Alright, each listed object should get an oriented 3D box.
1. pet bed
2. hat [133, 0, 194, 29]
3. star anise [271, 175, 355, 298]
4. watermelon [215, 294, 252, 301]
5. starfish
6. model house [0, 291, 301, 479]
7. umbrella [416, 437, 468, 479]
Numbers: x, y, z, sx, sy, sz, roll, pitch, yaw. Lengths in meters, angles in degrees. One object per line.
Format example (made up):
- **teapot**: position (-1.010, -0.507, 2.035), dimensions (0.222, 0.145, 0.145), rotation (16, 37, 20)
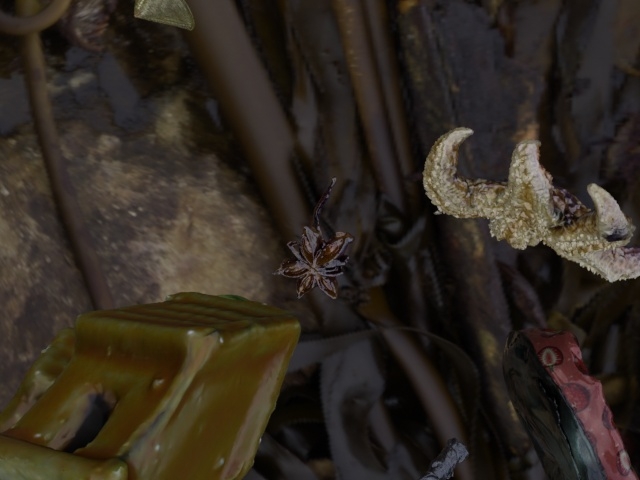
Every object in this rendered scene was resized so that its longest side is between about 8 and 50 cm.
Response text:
- **pet bed**: position (0.208, 0.161, 0.940), dimensions (0.053, 0.201, 0.201), rotation (-21, 104, -6)
- **hat**: position (-0.274, -0.380, 1.786), dimensions (0.067, 0.146, 0.146), rotation (-40, 108, -13)
- **star anise**: position (0.000, 0.000, 1.563), dimensions (0.097, 0.070, 0.191), rotation (21, 122, 4)
- **watermelon**: position (-0.116, 0.139, 1.423), dimensions (0.140, 0.187, 0.141), rotation (-3, 96, -26)
- **starfish**: position (0.172, -0.017, 0.819), dimensions (0.216, 0.238, 0.071), rotation (25, 92, -2)
- **model house**: position (-0.149, 0.114, 0.788), dimensions (0.239, 0.268, 0.173), rotation (-55, 135, -34)
- **umbrella**: position (0.147, 0.318, 1.465), dimensions (0.040, 0.037, 0.144), rotation (53, 52, -6)
